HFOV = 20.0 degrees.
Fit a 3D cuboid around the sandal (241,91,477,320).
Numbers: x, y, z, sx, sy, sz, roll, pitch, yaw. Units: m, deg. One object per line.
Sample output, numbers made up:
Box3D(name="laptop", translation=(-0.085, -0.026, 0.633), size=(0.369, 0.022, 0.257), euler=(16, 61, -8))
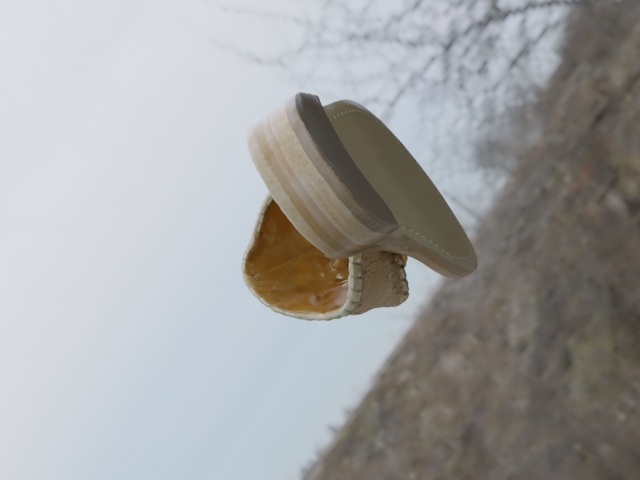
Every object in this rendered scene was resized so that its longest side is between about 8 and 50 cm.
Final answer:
Box3D(name="sandal", translation=(-0.003, -0.006, 0.740), size=(0.079, 0.088, 0.240), euler=(-34, -11, 10))
